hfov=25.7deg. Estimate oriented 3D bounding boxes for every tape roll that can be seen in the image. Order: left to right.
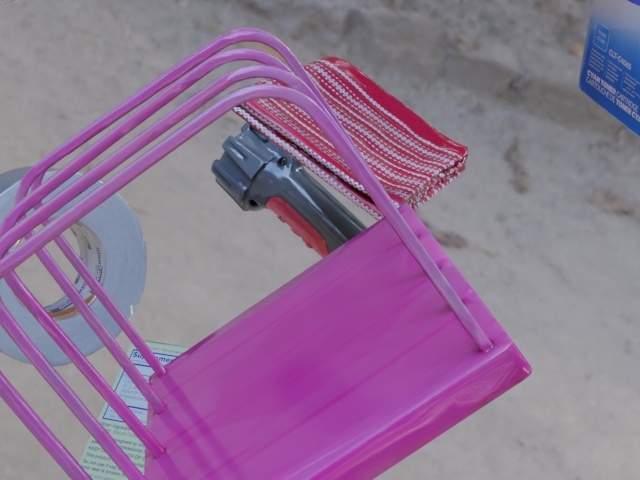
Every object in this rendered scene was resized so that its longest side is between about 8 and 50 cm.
[{"bbox_3d":[-0.307,0.028,1.573,0.219,0.219,0.072,-4,8,-32],"label":"tape roll"}]

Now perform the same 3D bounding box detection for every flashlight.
[{"bbox_3d":[0.000,0.000,1.583,0.103,0.103,0.304,-41,69,-19],"label":"flashlight"}]

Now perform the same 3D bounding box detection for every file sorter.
[{"bbox_3d":[-0.053,0.011,0.743,0.182,0.202,0.291,55,3,-15],"label":"file sorter"}]

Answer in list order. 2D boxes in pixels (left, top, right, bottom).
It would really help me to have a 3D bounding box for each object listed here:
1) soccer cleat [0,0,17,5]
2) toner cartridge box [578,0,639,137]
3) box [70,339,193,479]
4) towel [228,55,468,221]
[{"bbox_3d":[-0.322,-0.323,1.356,0.068,0.196,0.076,-3,32,0],"label":"soccer cleat"},{"bbox_3d":[0.354,-0.133,1.198,0.075,0.165,0.348,-9,34,-22],"label":"toner cartridge box"},{"bbox_3d":[-0.169,0.273,1.607,0.117,0.213,0.243,6,60,27],"label":"box"},{"bbox_3d":[0.037,-0.108,1.382,0.199,0.031,0.275,37,23,8],"label":"towel"}]
